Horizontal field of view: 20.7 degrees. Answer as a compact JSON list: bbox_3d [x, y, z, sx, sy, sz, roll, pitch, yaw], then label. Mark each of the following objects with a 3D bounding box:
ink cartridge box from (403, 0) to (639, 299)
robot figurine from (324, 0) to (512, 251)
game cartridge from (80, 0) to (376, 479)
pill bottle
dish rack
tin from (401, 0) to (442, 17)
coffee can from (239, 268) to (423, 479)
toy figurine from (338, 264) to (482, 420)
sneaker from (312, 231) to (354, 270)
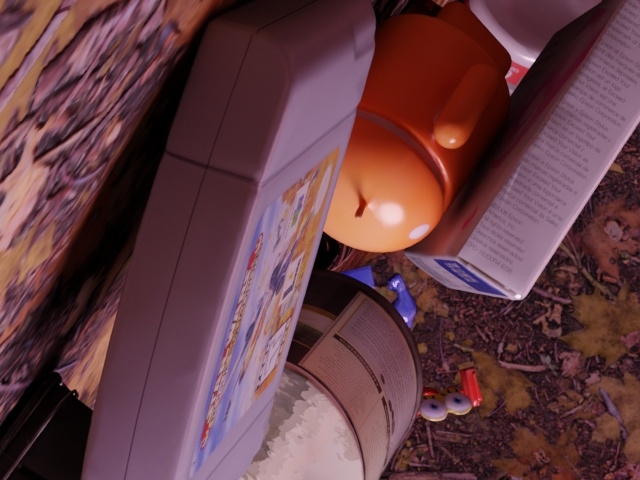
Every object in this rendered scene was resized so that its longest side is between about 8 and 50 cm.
[{"bbox_3d":[0.194,-0.107,1.365,0.330,0.071,0.324,-57,-178,-3],"label":"ink cartridge box"},{"bbox_3d":[0.058,-0.080,1.310,0.219,0.158,0.128,-55,148,-31],"label":"robot figurine"},{"bbox_3d":[-0.049,0.025,0.878,0.198,0.062,0.297,-57,164,-70],"label":"game cartridge"},{"bbox_3d":[0.199,-0.177,1.989,0.161,0.161,0.283,-54,175,-37],"label":"pill bottle"},{"bbox_3d":[-0.183,0.198,1.019,0.208,0.074,0.271,-55,177,-15],"label":"dish rack"},{"bbox_3d":[0.050,-0.126,1.515,0.190,0.040,0.106,-58,180,19],"label":"tin"},{"bbox_3d":[-0.033,0.152,1.487,0.201,0.201,0.275,-58,176,17],"label":"coffee can"},{"bbox_3d":[-0.021,0.113,1.929,0.362,0.217,0.191,-12,-179,-13],"label":"toy figurine"},{"bbox_3d":[0.000,0.000,1.680,0.170,0.063,0.075,-48,178,-34],"label":"sneaker"}]
